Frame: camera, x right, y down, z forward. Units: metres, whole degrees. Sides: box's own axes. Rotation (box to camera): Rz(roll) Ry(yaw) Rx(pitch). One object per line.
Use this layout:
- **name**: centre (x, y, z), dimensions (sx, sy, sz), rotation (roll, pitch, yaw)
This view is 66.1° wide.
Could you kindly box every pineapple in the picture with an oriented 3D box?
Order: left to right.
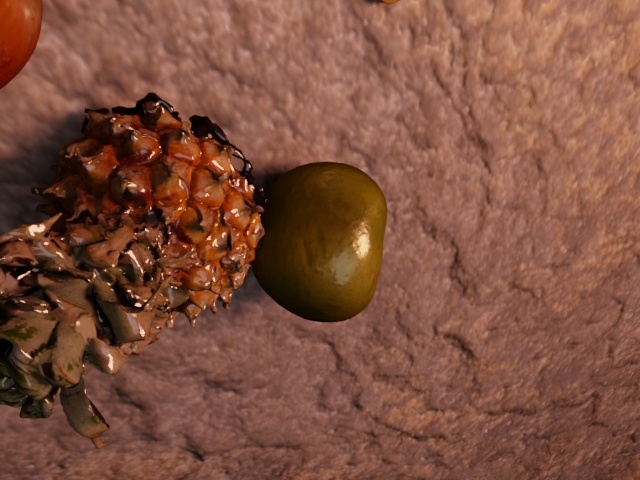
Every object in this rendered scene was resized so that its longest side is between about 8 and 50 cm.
- **pineapple**: centre (-0.196, 0.028, 0.428), dimensions (0.263, 0.271, 0.262), rotation (3, 117, 7)

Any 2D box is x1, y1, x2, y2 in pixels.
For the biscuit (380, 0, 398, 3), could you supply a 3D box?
- **biscuit**: centre (0.092, -0.391, 0.517), dimensions (0.184, 0.035, 0.248), rotation (16, 109, -32)

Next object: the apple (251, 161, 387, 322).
- **apple**: centre (0.000, 0.000, 0.607), dimensions (0.157, 0.196, 0.196), rotation (13, 113, -5)

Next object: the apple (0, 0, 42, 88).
- **apple**: centre (-0.298, -0.218, 0.294), dimensions (0.206, 0.251, 0.271), rotation (-7, 133, -16)
